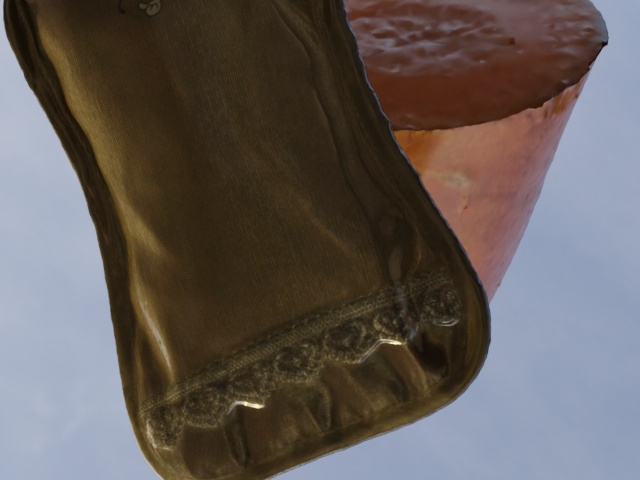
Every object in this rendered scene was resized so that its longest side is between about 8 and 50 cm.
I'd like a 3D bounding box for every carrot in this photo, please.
[{"bbox_3d":[0.000,0.000,0.748,0.193,0.214,0.331,-115,-144,-48],"label":"carrot"}]

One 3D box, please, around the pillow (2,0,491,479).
[{"bbox_3d":[-0.030,-0.029,0.459,0.130,0.033,0.218,-23,-107,13],"label":"pillow"}]
